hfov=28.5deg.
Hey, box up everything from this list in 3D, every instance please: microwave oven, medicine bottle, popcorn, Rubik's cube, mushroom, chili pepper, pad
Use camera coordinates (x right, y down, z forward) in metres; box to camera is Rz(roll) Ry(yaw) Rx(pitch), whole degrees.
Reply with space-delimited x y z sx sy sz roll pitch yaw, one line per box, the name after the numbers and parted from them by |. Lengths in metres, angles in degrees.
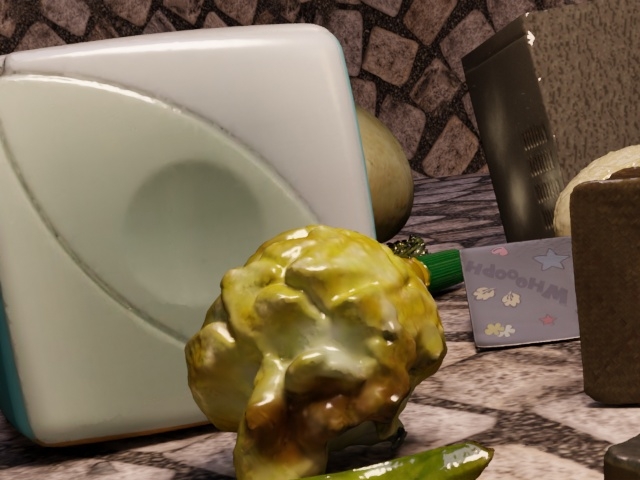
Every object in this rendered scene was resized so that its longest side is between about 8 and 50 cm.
0.462 -0.163 1.728 0.432 0.374 0.236 -14 -2 -15 | microwave oven
0.098 0.054 1.581 0.095 0.064 0.260 11 15 40 | medicine bottle
-0.004 0.095 0.915 0.198 0.198 0.212 -6 32 12 | popcorn
-0.160 -0.016 1.211 0.347 0.352 0.352 -9 4 -18 | Rubik's cube
-0.047 -0.073 1.713 0.352 0.260 0.352 3 -5 0 | mushroom
0.009 0.159 0.774 0.201 0.050 0.052 -9 21 -17 | chili pepper
0.274 0.045 1.309 0.245 0.006 0.170 -6 38 4 | pad

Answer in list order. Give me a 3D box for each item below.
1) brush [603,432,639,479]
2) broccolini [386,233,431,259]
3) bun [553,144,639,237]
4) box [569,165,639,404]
0.256 0.132 0.661 0.123 0.059 0.197 -15 9 -41 | brush
-0.003 0.070 1.606 0.392 0.079 0.074 -13 -33 -37 | broccolini
0.375 -0.010 1.461 0.220 0.134 0.220 -7 40 6 | bun
0.344 0.023 0.979 0.273 0.184 0.143 -4 6 30 | box
